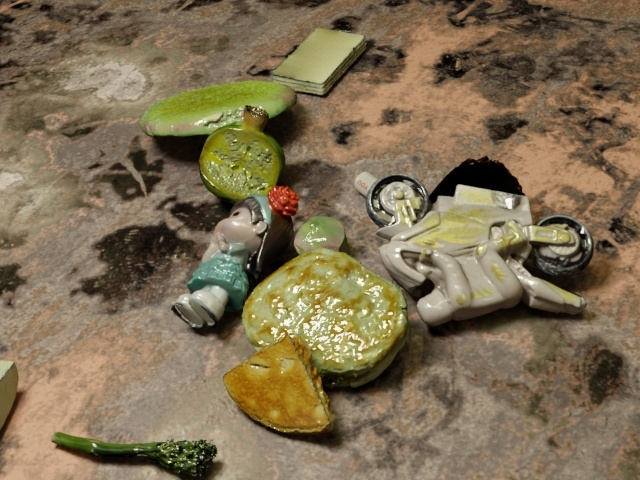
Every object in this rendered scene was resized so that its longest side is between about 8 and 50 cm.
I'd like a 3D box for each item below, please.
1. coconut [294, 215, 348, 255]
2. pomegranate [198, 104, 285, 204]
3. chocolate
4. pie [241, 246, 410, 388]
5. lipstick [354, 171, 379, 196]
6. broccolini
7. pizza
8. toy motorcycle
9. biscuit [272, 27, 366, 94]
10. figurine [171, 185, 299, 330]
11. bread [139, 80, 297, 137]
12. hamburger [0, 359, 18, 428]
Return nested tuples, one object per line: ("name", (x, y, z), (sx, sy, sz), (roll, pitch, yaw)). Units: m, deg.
("coconut", (0.000, 0.000, 1.502), (0.082, 0.081, 0.083), (-29, 53, -4))
("pomegranate", (-0.129, -0.143, 1.634), (0.143, 0.169, 0.122), (16, 2, 6))
("chocolate", (0.253, -0.070, 1.518), (0.156, 0.156, 0.133), (2, 21, 12))
("pie", (0.002, 0.115, 1.366), (0.248, 0.090, 0.201), (32, 69, 35))
("lipstick", (0.110, -0.069, 1.588), (0.038, 0.038, 0.131), (-31, 46, -23))
("broccolini", (-0.248, 0.277, 1.268), (0.239, 0.051, 0.054), (1, -1, 19))
("pizza", (-0.044, 0.188, 1.277), (0.175, 0.134, 0.046), (29, 16, 22))
("toy motorcycle", (0.218, 0.026, 1.391), (0.341, 0.108, 0.223), (12, 68, 7))
("biscuit", (0.001, -0.361, 1.932), (0.121, 0.040, 0.199), (14, 45, 27))
("figurine", (-0.122, 0.027, 1.460), (0.138, 0.110, 0.245), (-15, 34, 46))
("bread", (-0.190, -0.250, 1.776), (0.301, 0.045, 0.301), (-8, 20, 3))
("hamburger", (-0.459, 0.224, 1.327), (0.054, 0.084, 0.121), (4, 25, 2))
